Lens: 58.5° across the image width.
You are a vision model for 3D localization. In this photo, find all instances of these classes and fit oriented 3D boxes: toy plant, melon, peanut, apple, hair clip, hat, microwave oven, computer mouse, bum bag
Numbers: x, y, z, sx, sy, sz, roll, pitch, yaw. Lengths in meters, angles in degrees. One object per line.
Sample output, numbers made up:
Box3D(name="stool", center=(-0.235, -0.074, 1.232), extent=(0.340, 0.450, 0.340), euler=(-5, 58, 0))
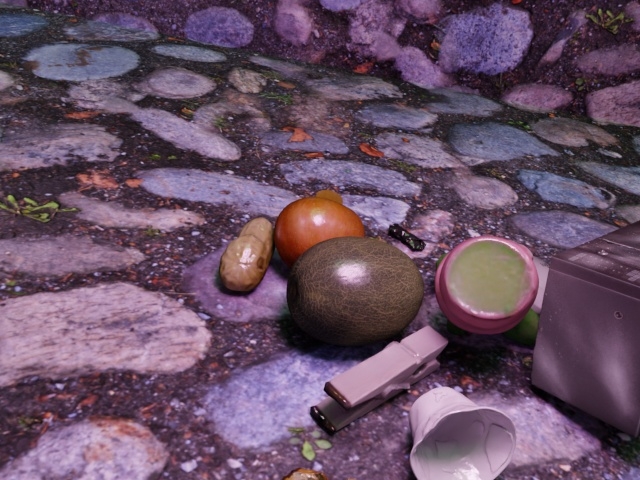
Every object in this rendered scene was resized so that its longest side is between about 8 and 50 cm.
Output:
Box3D(name="toy plant", center=(0.379, 0.124, 1.265), extent=(0.317, 0.356, 0.210), euler=(39, 82, 17))
Box3D(name="melon", center=(0.078, 0.110, 1.232), extent=(0.302, 0.237, 0.237), euler=(2, 36, -26))
Box3D(name="peanut", center=(-0.168, 0.026, 1.373), extent=(0.110, 0.120, 0.236), euler=(-16, 31, 27))
Box3D(name="apple", center=(0.000, 0.000, 1.396), extent=(0.235, 0.210, 0.173), euler=(10, 60, -20))
Box3D(name="hair clip", center=(0.129, 0.269, 1.151), extent=(0.331, 0.101, 0.085), euler=(-20, 42, -40))
Box3D(name="hat", center=(0.237, 0.347, 1.036), extent=(0.203, 0.202, 0.126), euler=(3, 17, -15))
Box3D(name="microwave oven", center=(0.696, 0.169, 1.241), extent=(0.432, 0.374, 0.236), euler=(-14, 25, -36))
Box3D(name="computer mouse", center=(0.513, 0.084, 1.488), extent=(0.184, 0.121, 0.297), euler=(3, 32, -37))
Box3D(name="bum bag", center=(0.245, -0.011, 1.635), extent=(0.124, 0.034, 0.058), euler=(37, 32, 29))

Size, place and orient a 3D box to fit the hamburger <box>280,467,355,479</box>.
Box3D(name="hamburger", center=(-0.033, 0.439, 0.767), extent=(0.144, 0.156, 0.283), euler=(32, 79, 30))

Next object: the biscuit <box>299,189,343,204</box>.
Box3D(name="biscuit", center=(0.003, -0.076, 1.646), extent=(0.158, 0.035, 0.240), euler=(21, 36, 7))
